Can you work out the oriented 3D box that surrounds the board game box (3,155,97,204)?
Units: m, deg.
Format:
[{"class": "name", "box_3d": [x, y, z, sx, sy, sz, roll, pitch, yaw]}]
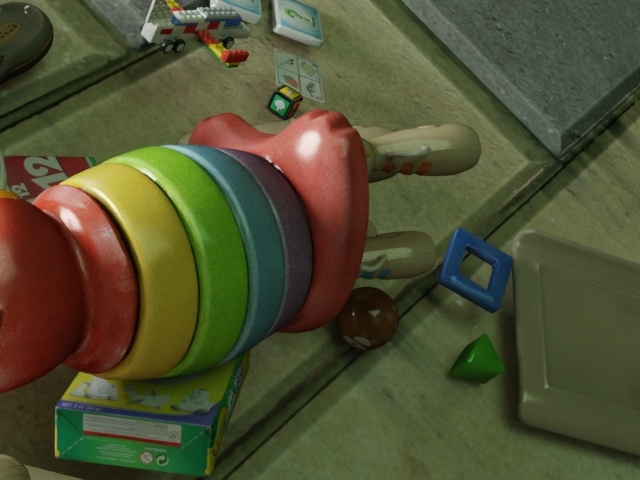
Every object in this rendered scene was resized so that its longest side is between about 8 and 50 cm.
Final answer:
[{"class": "board game box", "box_3d": [-0.284, -0.007, 0.865, 0.259, 0.039, 0.124, -3, 60, -28]}]

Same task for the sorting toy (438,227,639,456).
[{"class": "sorting toy", "box_3d": [0.255, 0.102, 1.086, 0.347, 0.047, 0.196, 17, 56, -18]}]

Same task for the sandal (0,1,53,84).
[{"class": "sandal", "box_3d": [-0.287, -0.140, 0.919, 0.090, 0.060, 0.219, 23, 46, 14]}]

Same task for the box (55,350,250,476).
[{"class": "box", "box_3d": [-0.109, 0.098, 0.818, 0.105, 0.043, 0.179, 6, 19, 4]}]

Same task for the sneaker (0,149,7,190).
[{"class": "sneaker", "box_3d": [-0.301, -0.164, 0.804, 0.104, 0.147, 0.296, -23, 70, -21]}]

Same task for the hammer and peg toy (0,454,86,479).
[{"class": "hammer and peg toy", "box_3d": [-0.087, 0.281, 0.714, 0.361, 0.127, 0.266, 18, 50, -18]}]

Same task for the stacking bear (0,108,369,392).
[{"class": "stacking bear", "box_3d": [-0.126, 0.014, 0.740, 0.289, 0.175, 0.164, -14, 103, -43]}]

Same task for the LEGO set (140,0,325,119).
[{"class": "LEGO set", "box_3d": [-0.071, -0.202, 1.061, 0.182, 0.060, 0.244, 19, 33, -17]}]

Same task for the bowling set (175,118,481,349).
[{"class": "bowling set", "box_3d": [0.000, 0.000, 0.931, 0.154, 0.287, 0.200, -7, 96, -26]}]
